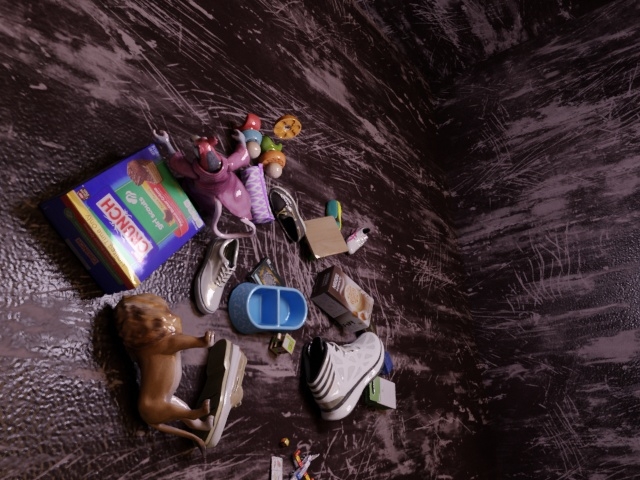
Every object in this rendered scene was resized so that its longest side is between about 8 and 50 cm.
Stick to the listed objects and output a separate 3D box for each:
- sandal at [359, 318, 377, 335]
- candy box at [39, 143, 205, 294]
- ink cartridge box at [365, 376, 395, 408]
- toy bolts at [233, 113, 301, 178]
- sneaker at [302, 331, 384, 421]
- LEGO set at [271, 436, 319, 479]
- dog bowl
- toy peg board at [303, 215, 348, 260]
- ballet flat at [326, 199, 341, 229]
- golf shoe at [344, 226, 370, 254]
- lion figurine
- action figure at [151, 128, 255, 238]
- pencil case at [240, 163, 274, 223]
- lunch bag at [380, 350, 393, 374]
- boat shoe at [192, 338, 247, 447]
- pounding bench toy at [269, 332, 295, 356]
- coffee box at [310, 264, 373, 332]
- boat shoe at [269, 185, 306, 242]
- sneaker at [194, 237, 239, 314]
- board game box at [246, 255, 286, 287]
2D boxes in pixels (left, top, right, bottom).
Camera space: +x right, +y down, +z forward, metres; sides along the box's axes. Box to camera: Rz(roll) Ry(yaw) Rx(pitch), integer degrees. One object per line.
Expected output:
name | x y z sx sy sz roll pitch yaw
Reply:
sandal | 0.164 0.343 2.166 0.219 0.060 0.090 49 38 -8
candy box | -0.483 -0.061 1.302 0.268 0.122 0.317 61 35 -19
ink cartridge box | 0.235 0.630 2.126 0.209 0.062 0.108 34 48 -44
toy bolts | -0.183 -0.344 1.822 0.229 0.218 0.158 21 45 -43
sneaker | 0.090 0.423 1.903 0.447 0.169 0.257 -47 117 -52
LEGO set | -0.078 0.746 1.589 0.182 0.060 0.244 36 41 -44
dog bowl | -0.159 0.222 1.668 0.297 0.074 0.165 13 71 -47
toy peg board | 0.000 0.000 2.036 0.161 0.079 0.160 -12 70 -35
ballet flat | 0.058 -0.068 2.185 0.077 0.077 0.230 59 30 -48
golf shoe | 0.167 -0.005 2.303 0.067 0.086 0.186 59 36 -23
lion figurine | -0.382 0.323 1.239 0.142 0.240 0.391 126 -36 -83
action figure | -0.314 -0.168 1.418 0.370 0.248 0.275 114 -34 -74
pencil case | -0.220 -0.156 1.781 0.086 0.088 0.206 -9 81 -51
lunch bag | 0.268 0.532 2.218 0.065 0.067 0.098 -37 106 -57
boat shoe | -0.265 0.426 1.412 0.103 0.113 0.302 39 44 -34
pounding bench toy | -0.137 0.338 1.693 0.083 0.065 0.052 50 40 -32
coffee box | 0.090 0.233 2.025 0.246 0.098 0.141 42 41 -25
boat shoe | -0.126 -0.096 1.901 0.227 0.081 0.068 59 30 -25
sneaker | -0.305 0.094 1.527 0.094 0.091 0.258 38 46 -43
board game box | -0.172 0.164 1.759 0.186 0.026 0.126 62 34 -17
